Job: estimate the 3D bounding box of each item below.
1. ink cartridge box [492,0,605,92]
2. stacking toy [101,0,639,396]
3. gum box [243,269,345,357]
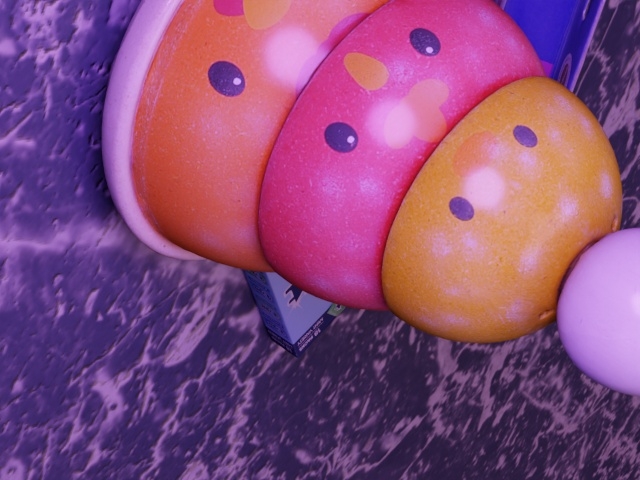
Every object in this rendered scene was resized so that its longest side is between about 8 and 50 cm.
[{"bbox_3d":[0.197,-0.274,1.582,0.330,0.071,0.324,-80,-175,-61],"label":"ink cartridge box"},{"bbox_3d":[0.107,-0.046,1.423,0.350,0.480,0.350,-38,146,-31],"label":"stacking toy"},{"bbox_3d":[0.000,0.000,1.761,0.157,0.041,0.184,-47,149,-18],"label":"gum box"}]
